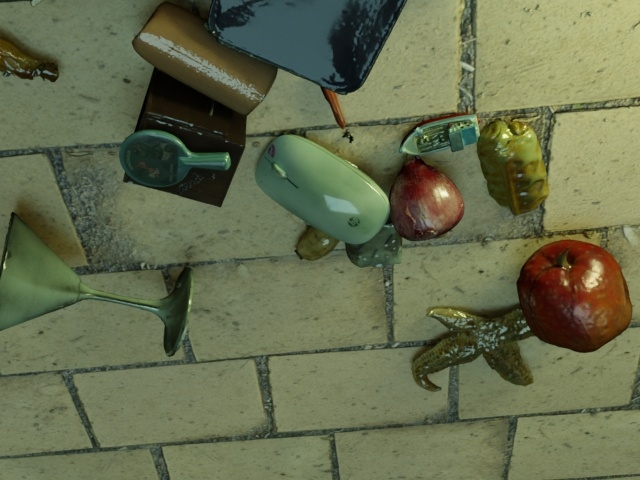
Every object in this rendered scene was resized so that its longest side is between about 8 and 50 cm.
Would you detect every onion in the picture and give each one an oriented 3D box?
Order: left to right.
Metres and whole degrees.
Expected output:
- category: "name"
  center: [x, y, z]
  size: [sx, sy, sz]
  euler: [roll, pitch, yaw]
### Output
- category: "onion"
  center: [0.210, -0.095, 1.784]
  size: [0.159, 0.159, 0.195]
  euler: [-19, 93, 13]

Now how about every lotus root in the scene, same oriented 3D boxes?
- category: "lotus root"
  center: [0.000, 0.000, 1.897]
  size: [0.072, 0.063, 0.152]
  euler: [35, 125, -17]

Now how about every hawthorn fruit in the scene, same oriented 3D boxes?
- category: "hawthorn fruit"
  center: [0.563, 0.123, 1.922]
  size: [0.262, 0.258, 0.258]
  euler: [35, 121, -13]

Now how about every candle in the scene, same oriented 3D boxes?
- category: "candle"
  center: [0.030, -0.260, 1.702]
  size: [0.026, 0.021, 0.167]
  euler: [-29, 128, -5]

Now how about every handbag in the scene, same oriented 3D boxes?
- category: "handbag"
  center: [-0.002, -0.448, 1.461]
  size: [0.303, 0.122, 0.329]
  euler: [22, 124, -9]

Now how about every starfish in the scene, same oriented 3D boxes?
- category: "starfish"
  center: [0.451, 0.272, 2.149]
  size: [0.432, 0.082, 0.324]
  euler: [-1, 127, -5]

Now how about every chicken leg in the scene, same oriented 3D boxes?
- category: "chicken leg"
  center: [-0.587, -0.323, 1.574]
  size: [0.207, 0.085, 0.101]
  euler: [15, 85, -24]

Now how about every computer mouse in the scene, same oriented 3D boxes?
- category: "computer mouse"
  center: [0.004, -0.095, 1.760]
  size: [0.288, 0.097, 0.159]
  euler: [29, 123, -10]

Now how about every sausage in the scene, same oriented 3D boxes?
- category: "sausage"
  center: [-0.213, -0.335, 1.558]
  size: [0.253, 0.123, 0.123]
  euler: [27, 124, -24]

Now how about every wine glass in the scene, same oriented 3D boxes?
- category: "wine glass"
  center: [-0.494, 0.117, 1.856]
  size: [0.406, 0.267, 0.267]
  euler: [15, 128, -21]

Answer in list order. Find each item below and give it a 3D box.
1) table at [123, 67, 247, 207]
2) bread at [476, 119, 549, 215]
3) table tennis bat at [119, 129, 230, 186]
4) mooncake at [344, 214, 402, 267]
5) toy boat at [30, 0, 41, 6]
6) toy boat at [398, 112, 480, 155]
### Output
- category: "table"
  center: [-0.252, -0.199, 1.642]
  size: [0.193, 0.169, 0.172]
  euler: [16, 128, -15]
- category: "bread"
  center: [0.399, -0.145, 1.784]
  size: [0.128, 0.088, 0.232]
  euler: [-12, 136, 17]
- category: "table tennis bat"
  center: [-0.263, -0.148, 1.556]
  size: [0.201, 0.033, 0.124]
  euler: [3, 132, 0]
- category: "mooncake"
  center: [0.113, -0.008, 1.889]
  size: [0.130, 0.073, 0.125]
  euler: [-7, 128, 3]
- category: "toy boat"
  center: [-0.407, -0.510, 1.401]
  size: [0.089, 0.115, 0.310]
  euler: [37, 120, -27]
- category: "toy boat"
  center: [0.240, -0.209, 1.732]
  size: [0.173, 0.059, 0.069]
  euler: [-12, 130, 7]
